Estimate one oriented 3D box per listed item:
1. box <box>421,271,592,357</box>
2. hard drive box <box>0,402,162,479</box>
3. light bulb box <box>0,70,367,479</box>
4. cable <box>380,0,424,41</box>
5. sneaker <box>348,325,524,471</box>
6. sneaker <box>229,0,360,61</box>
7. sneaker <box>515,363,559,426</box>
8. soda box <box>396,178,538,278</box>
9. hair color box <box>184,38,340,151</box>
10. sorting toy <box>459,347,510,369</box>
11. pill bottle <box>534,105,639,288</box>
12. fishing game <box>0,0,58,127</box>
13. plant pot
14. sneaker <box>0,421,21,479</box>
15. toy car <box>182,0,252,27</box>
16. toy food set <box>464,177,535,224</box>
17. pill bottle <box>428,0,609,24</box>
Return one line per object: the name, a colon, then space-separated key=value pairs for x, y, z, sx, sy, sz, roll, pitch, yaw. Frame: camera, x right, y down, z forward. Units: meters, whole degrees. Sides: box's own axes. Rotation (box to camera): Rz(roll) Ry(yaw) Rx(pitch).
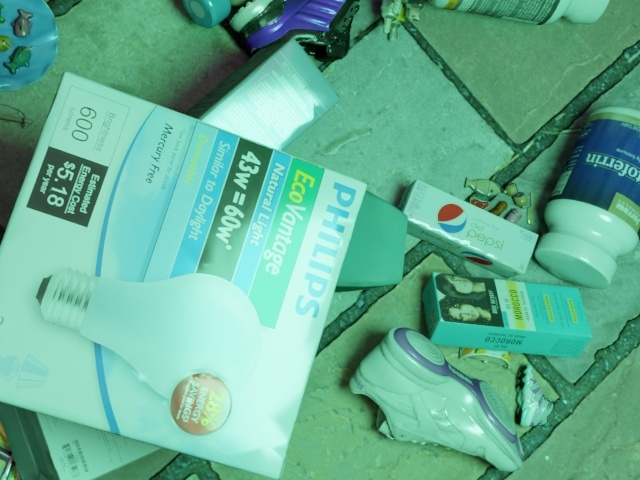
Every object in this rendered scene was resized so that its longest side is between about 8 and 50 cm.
box: x=0.286 y=0.115 z=1.427 sx=0.244 sy=0.060 sz=0.100 roll=6 pitch=47 yaw=-11
hard drive box: x=-0.301 y=0.220 z=1.238 sx=0.232 sy=0.089 sz=0.181 roll=-14 pitch=81 yaw=-50
light bulb box: x=-0.184 y=0.050 z=1.078 sx=0.361 sy=0.225 sz=0.357 roll=19 pitch=80 yaw=-14
cable: x=0.141 y=-0.472 z=1.481 sx=0.072 sy=0.139 sz=0.287 roll=5 pitch=76 yaw=-1
sneaker: x=0.177 y=0.258 z=1.394 sx=0.305 sy=0.114 sz=0.152 roll=41 pitch=111 yaw=-13
sneaker: x=0.015 y=-0.360 z=1.459 sx=0.293 sy=0.102 sz=0.146 roll=-33 pitch=90 yaw=-8
sneaker: x=0.344 y=0.245 z=1.452 sx=0.069 sy=0.038 sz=0.098 roll=6 pitch=89 yaw=-12
soda box: x=0.225 y=-0.016 z=1.451 sx=0.216 sy=0.074 sz=0.069 roll=25 pitch=77 yaw=-6
hair color box: x=-0.166 y=-0.119 z=1.307 sx=0.374 sy=0.185 sz=0.113 roll=-42 pitch=106 yaw=-9
sorting toy: x=0.267 y=0.155 z=1.454 sx=0.083 sy=0.045 sz=0.075 roll=13 pitch=59 yaw=-9
pill bottle: x=0.448 y=-0.066 z=1.463 sx=0.153 sy=0.153 sz=0.264 roll=29 pitch=77 yaw=-5
fishing game: x=-0.488 y=-0.311 z=1.378 sx=0.189 sy=0.041 sz=0.264 roll=14 pitch=78 yaw=-11
plant pot: x=0.000 y=0.000 z=1.360 sx=0.234 sy=0.165 sz=0.165 roll=12 pitch=78 yaw=-22
sneaker: x=-0.405 y=0.304 z=1.239 sx=0.147 sy=0.145 sz=0.384 roll=-17 pitch=86 yaw=-13
toy car: x=-0.172 y=-0.491 z=1.399 sx=0.238 sy=0.210 sz=0.219 roll=39 pitch=65 yaw=10
toy food set: x=0.293 y=-0.060 z=1.499 sx=0.122 sy=0.019 sz=0.077 roll=6 pitch=79 yaw=-10
pill bottle: x=0.321 y=-0.438 z=1.496 sx=0.279 sy=0.162 sz=0.162 roll=7 pitch=79 yaw=-11
